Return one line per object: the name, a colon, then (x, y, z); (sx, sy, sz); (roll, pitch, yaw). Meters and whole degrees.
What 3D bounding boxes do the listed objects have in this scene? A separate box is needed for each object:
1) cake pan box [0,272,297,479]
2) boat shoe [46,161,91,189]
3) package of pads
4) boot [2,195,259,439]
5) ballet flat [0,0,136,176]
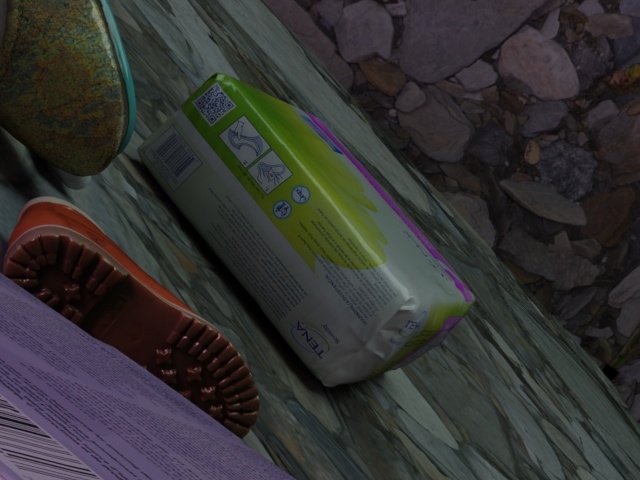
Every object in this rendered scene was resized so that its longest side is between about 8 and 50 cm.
cake pan box: (-0.106, 0.047, 0.479); (0.267, 0.070, 0.246); (31, 1, 27)
boat shoe: (-0.158, -0.064, 1.074); (0.100, 0.035, 0.035); (-125, -162, -49)
package of pads: (0.000, 0.000, 1.355); (0.229, 0.101, 0.296); (50, 9, 10)
boot: (-0.093, 0.038, 0.888); (0.158, 0.059, 0.084); (45, 5, -23)
ballet flat: (-0.215, -0.183, 1.003); (0.349, 0.123, 0.123); (67, 14, 19)
